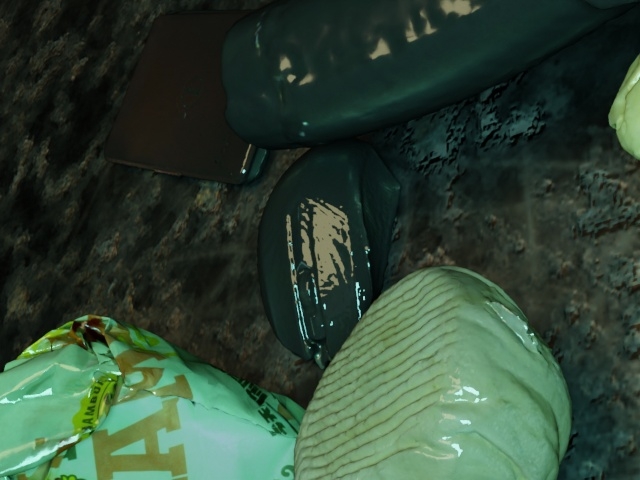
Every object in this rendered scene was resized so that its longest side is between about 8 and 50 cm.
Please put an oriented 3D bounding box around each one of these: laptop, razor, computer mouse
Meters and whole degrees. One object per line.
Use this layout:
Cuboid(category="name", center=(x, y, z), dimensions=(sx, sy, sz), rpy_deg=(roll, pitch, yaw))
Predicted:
Cuboid(category="laptop", center=(-0.097, -0.123, 0.985), dimensions=(0.207, 0.026, 0.153), rpy_deg=(12, 79, 48))
Cuboid(category="razor", center=(0.093, -0.152, 0.708), dimensions=(0.327, 0.107, 0.189), rpy_deg=(-21, 13, 39))
Cuboid(category="computer mouse", center=(0.000, 0.000, 0.798), dimensions=(0.099, 0.057, 0.172), rpy_deg=(-11, 63, 32))

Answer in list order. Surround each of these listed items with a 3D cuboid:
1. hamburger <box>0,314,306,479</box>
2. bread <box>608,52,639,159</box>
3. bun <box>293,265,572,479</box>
Cuboid(category="hamburger", center=(-0.130, 0.167, 0.731), dimensions=(0.235, 0.214, 0.125), rpy_deg=(-62, 30, 8))
Cuboid(category="bread", center=(0.260, -0.060, 0.540), dimensions=(0.236, 0.106, 0.140), rpy_deg=(17, 83, 48))
Cuboid(category="bun", center=(0.068, 0.104, 0.636), dimensions=(0.166, 0.113, 0.173), rpy_deg=(-63, 19, -8))
